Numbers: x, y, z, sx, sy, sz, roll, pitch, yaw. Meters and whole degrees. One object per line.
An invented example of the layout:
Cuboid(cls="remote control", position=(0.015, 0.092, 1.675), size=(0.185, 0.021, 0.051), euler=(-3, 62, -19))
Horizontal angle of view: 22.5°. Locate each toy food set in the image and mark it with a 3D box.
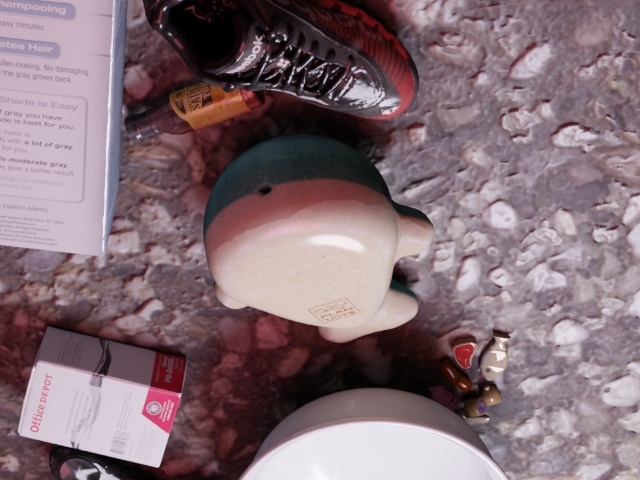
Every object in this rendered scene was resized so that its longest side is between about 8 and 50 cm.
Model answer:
Cuboid(cls="toy food set", position=(0.150, 0.145, 1.642), size=(0.078, 0.019, 0.122), euler=(3, 127, 0))

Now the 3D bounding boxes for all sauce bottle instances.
Cuboid(cls="sauce bottle", position=(-0.114, -0.118, 1.442), size=(0.128, 0.042, 0.042), euler=(-20, 124, 14))

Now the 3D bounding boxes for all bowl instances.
Cuboid(cls="bowl", position=(0.055, 0.251, 1.655), size=(0.298, 0.134, 0.298), euler=(1, 126, 2))

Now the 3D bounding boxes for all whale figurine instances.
Cuboid(cls="whale figurine", position=(0.000, 0.000, 1.492), size=(0.216, 0.141, 0.272), euler=(-19, 148, 16))

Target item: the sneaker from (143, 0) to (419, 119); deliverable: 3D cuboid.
Cuboid(cls="sneaker", position=(-0.037, -0.164, 1.349), size=(0.276, 0.135, 0.097), euler=(28, 121, -19))

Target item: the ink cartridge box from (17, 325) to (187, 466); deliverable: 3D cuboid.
Cuboid(cls="ink cartridge box", position=(-0.223, 0.159, 1.641), size=(0.150, 0.063, 0.109), euler=(15, 126, -8))

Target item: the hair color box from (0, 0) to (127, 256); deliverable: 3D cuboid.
Cuboid(cls="hair color box", position=(-0.261, -0.173, 1.365), size=(0.185, 0.113, 0.374), euler=(6, 127, -3))

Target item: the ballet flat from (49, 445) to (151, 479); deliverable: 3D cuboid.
Cuboid(cls="ballet flat", position=(-0.219, 0.267, 1.744), size=(0.173, 0.049, 0.057), euler=(37, 92, -28))
